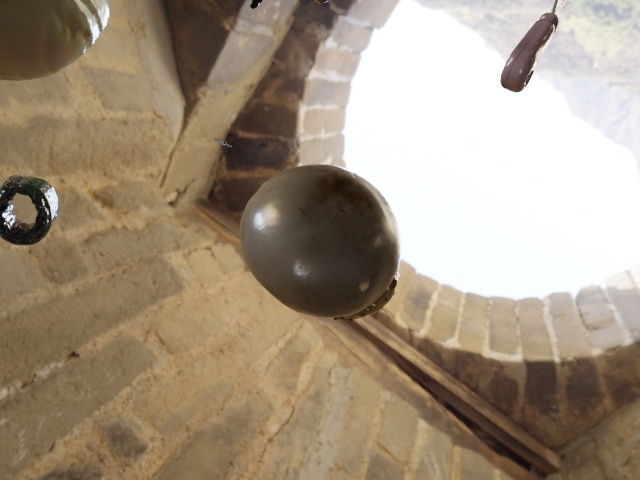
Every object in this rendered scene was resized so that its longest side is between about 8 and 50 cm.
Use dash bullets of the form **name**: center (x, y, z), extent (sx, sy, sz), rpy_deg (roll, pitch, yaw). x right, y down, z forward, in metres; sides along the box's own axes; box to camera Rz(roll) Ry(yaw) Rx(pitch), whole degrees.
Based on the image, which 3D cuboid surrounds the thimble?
- **thimble**: center (-0.614, -0.063, 1.185), extent (0.118, 0.135, 0.090), rpy_deg (13, -164, -21)

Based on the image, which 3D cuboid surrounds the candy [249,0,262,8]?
- **candy**: center (-0.059, -0.599, 1.107), extent (0.097, 0.323, 0.097), rpy_deg (28, -177, -2)

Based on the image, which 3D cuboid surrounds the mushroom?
- **mushroom**: center (0.000, 0.000, 0.794), extent (0.226, 0.178, 0.226), rpy_deg (5, -114, -12)

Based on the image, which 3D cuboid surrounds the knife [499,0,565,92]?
- **knife**: center (0.376, -0.381, 0.905), extent (0.043, 0.336, 0.081), rpy_deg (27, 170, 20)

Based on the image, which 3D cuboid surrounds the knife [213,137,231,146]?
- **knife**: center (-0.314, -0.312, 1.804), extent (0.027, 0.010, 0.096), rpy_deg (9, -165, -40)

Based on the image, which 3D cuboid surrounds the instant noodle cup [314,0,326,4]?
- **instant noodle cup**: center (-0.035, -0.807, 1.617), extent (0.207, 0.217, 0.217), rpy_deg (29, -154, -27)

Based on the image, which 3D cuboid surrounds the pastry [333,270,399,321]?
- **pastry**: center (0.059, 0.081, 1.501), extent (0.284, 0.184, 0.315), rpy_deg (14, -135, -10)

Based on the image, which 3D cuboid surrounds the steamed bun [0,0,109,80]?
- **steamed bun**: center (-0.264, -0.198, 0.381), extent (0.239, 0.152, 0.170), rpy_deg (42, 166, 33)
